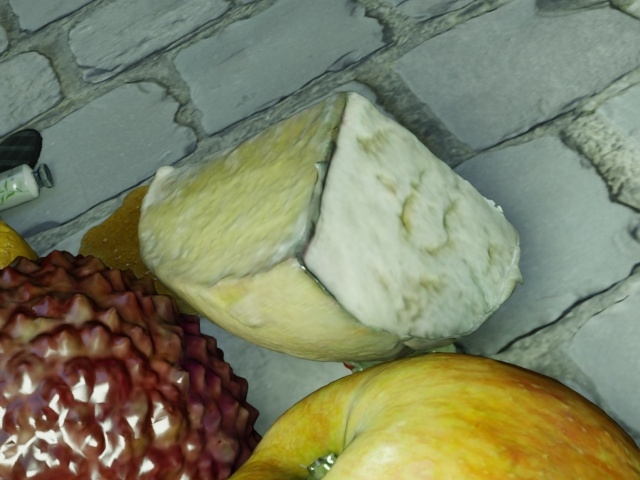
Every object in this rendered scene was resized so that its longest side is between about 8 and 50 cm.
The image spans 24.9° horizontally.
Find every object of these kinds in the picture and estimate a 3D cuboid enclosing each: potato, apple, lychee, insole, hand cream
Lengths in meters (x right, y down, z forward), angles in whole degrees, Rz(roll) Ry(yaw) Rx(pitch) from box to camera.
[{"bbox_3d":[-0.014,0.033,1.111,0.264,0.211,0.189,-17,43,42],"label":"potato"},{"bbox_3d":[0.055,0.192,0.848,0.309,0.250,0.277,-15,32,7],"label":"apple"},{"bbox_3d":[-0.188,0.153,1.047,0.306,0.306,0.330,-28,34,-1],"label":"lychee"},{"bbox_3d":[-0.426,-0.036,1.737,0.110,0.012,0.309,2,42,35],"label":"insole"},{"bbox_3d":[-0.406,-0.046,1.692,0.194,0.042,0.067,-19,43,5],"label":"hand cream"}]

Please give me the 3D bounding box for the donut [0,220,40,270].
[{"bbox_3d":[-0.374,0.084,1.390,0.277,0.108,0.278,-8,45,8],"label":"donut"}]

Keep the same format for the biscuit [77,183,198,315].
[{"bbox_3d":[-0.147,0.009,1.456,0.225,0.036,0.166,18,54,44],"label":"biscuit"}]

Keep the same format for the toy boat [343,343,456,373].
[{"bbox_3d":[0.056,0.078,1.182,0.089,0.071,0.185,-38,34,-18],"label":"toy boat"}]
